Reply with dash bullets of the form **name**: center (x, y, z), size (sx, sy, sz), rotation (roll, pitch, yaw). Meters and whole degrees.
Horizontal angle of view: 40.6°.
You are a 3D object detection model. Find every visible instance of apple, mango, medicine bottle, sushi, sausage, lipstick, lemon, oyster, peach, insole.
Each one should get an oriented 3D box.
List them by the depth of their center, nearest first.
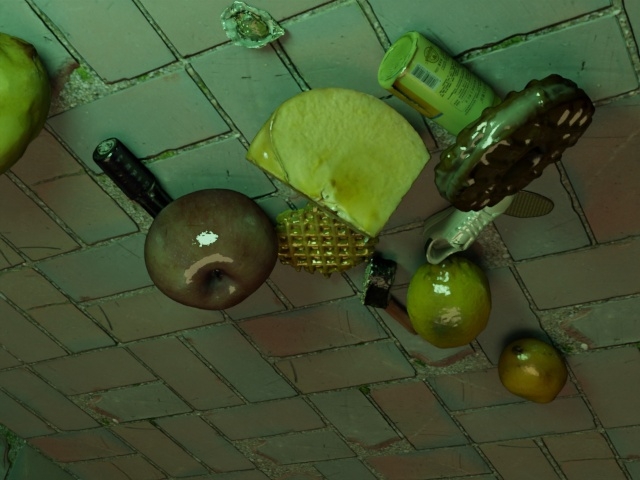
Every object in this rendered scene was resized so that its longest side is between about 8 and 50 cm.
- **medicine bottle**: center (0.228, -0.281, 1.620), size (0.239, 0.124, 0.124), rotation (32, 136, -24)
- **oyster**: center (-0.131, -0.408, 1.629), size (0.098, 0.037, 0.100), rotation (-29, 106, 15)
- **apple**: center (0.021, -0.154, 1.720), size (0.309, 0.252, 0.314), rotation (36, 133, -10)
- **peach**: center (-0.701, -0.269, 1.720), size (0.281, 0.314, 0.316), rotation (45, 129, -13)
- **insole**: center (0.383, -0.089, 1.893), size (0.253, 0.005, 0.086), rotation (11, 139, 1)
- **apple**: center (-0.247, 0.029, 1.969), size (0.306, 0.235, 0.305), rotation (-8, 133, -9)
- **lipstick**: center (-0.406, -0.118, 1.985), size (0.081, 0.081, 0.299), rotation (-12, 140, 25)
- **lemon**: center (0.301, 0.143, 2.028), size (0.204, 0.204, 0.260), rotation (0, 131, 13)
- **sushi**: center (0.140, 0.104, 2.111), size (0.078, 0.090, 0.150), rotation (13, 142, 4)
- **sausage**: center (0.198, 0.186, 2.230), size (0.043, 0.043, 0.186), rotation (-25, 129, 35)
- **mango**: center (0.563, 0.352, 2.289), size (0.177, 0.119, 0.317), rotation (-8, 145, 18)

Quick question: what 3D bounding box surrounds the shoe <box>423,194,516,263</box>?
- **shoe**: center (0.323, -0.033, 1.887), size (0.095, 0.110, 0.265), rotation (29, 142, -21)

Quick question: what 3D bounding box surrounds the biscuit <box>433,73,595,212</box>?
- **biscuit**: center (0.356, -0.173, 1.604), size (0.103, 0.332, 0.332), rotation (56, 140, 17)

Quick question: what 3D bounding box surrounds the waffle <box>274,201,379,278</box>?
- **waffle**: center (0.000, 0.001, 2.054), size (0.245, 0.052, 0.254), rotation (34, 134, -26)
